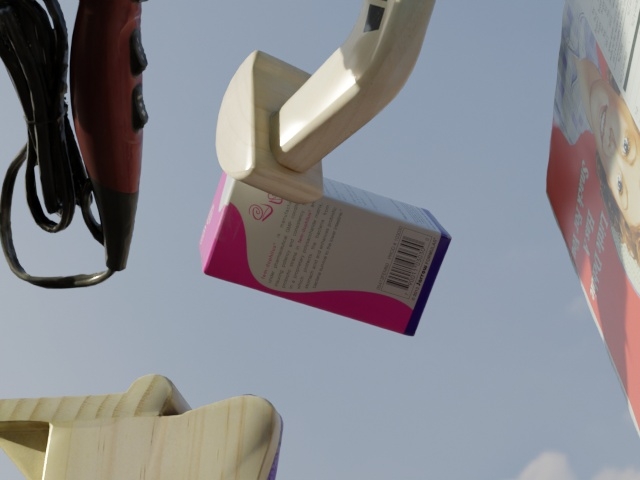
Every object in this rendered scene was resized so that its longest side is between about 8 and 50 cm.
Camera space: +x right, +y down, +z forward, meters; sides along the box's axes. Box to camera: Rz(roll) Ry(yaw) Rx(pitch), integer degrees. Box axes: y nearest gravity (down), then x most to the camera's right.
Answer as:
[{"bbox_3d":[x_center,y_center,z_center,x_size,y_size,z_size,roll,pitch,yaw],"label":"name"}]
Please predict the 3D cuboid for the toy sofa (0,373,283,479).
[{"bbox_3d":[-0.097,0.262,0.673,0.177,0.363,0.150,-5,-33,12],"label":"toy sofa"}]

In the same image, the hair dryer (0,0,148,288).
[{"bbox_3d":[-0.097,-0.114,0.620,0.293,0.080,0.224,-24,-68,35],"label":"hair dryer"}]

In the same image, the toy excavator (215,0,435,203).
[{"bbox_3d":[0.092,-0.258,1.058,0.222,0.445,0.433,22,-13,-34],"label":"toy excavator"}]

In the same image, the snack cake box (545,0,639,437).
[{"bbox_3d":[0.159,-0.046,0.516,0.089,0.152,0.264,-14,-34,-4],"label":"snack cake box"}]

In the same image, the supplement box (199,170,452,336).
[{"bbox_3d":[0.000,0.000,1.301,0.220,0.114,0.111,18,-78,-13],"label":"supplement box"}]
